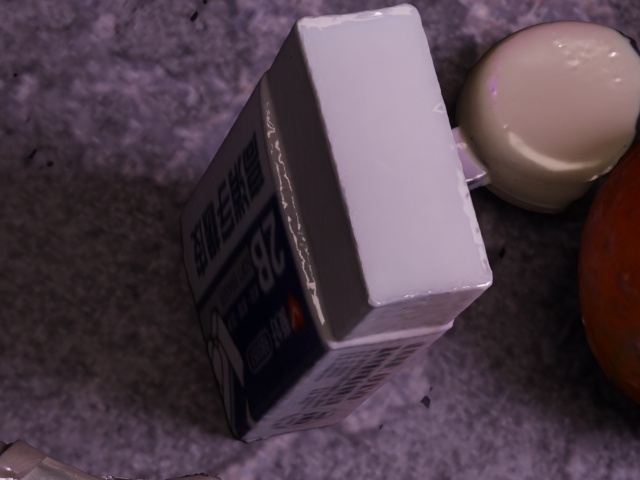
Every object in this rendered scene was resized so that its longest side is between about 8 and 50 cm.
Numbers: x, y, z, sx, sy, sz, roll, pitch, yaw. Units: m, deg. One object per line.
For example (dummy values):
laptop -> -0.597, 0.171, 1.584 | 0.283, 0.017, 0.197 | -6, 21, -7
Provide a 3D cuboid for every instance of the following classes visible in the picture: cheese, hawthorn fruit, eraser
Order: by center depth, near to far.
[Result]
eraser -> 0.000, 0.000, 0.764 | 0.068, 0.210, 0.124 | -7, 73, -19
hawthorn fruit -> 0.204, 0.009, 0.847 | 0.173, 0.173, 0.173 | 6, 69, -16
cheese -> 0.100, -0.048, 0.902 | 0.092, 0.047, 0.171 | 42, 64, 13

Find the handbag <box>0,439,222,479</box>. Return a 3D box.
handbag -> -0.179, 0.137, 0.710 | 0.270, 0.117, 0.183 | 15, 80, -12
